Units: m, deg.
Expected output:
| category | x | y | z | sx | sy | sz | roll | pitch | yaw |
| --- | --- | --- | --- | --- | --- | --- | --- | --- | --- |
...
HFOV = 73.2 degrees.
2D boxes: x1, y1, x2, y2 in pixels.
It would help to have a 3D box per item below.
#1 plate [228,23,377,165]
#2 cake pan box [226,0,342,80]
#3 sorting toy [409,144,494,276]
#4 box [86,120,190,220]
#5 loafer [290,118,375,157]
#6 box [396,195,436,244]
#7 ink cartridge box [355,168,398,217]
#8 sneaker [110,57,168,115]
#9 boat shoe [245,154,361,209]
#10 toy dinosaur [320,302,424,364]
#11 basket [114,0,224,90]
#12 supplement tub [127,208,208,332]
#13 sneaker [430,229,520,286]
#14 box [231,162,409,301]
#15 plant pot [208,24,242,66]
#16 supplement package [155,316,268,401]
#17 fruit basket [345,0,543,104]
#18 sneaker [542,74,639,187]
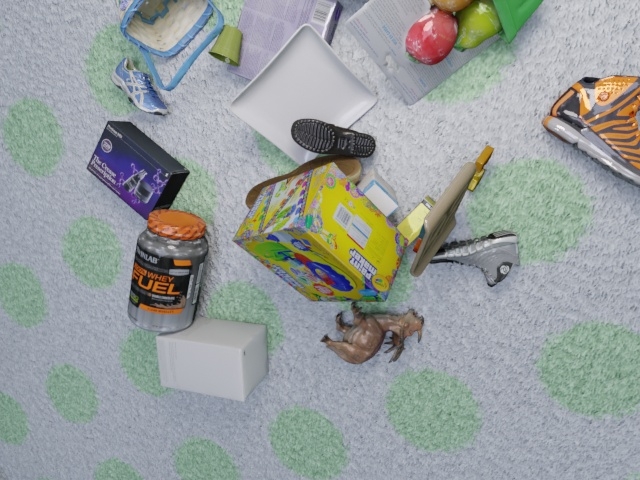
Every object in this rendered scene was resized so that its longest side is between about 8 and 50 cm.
| category | x | y | z | sx | sy | sz | roll | pitch | yaw |
| --- | --- | --- | --- | --- | --- | --- | --- | --- | --- |
| plate | -0.041 | -0.353 | 1.086 | 0.277 | 0.045 | 0.278 | -38 | 132 | 23 |
| cake pan box | -0.097 | -0.528 | 1.123 | 0.245 | 0.070 | 0.267 | 23 | 109 | 10 |
| sorting toy | 0.302 | -0.079 | 1.014 | 0.041 | 0.307 | 0.229 | 31 | 155 | 21 |
| box | -0.564 | -0.217 | 1.333 | 0.261 | 0.103 | 0.184 | 39 | 109 | 6 |
| loafer | 0.030 | -0.259 | 1.114 | 0.219 | 0.078 | 0.080 | 14 | 105 | -7 |
| box | 0.216 | -0.013 | 1.133 | 0.058 | 0.087 | 0.232 | 44 | 113 | 6 |
| ink cartridge box | 0.135 | -0.112 | 1.113 | 0.090 | 0.143 | 0.092 | 41 | 112 | -14 |
| sneaker | -0.532 | -0.452 | 1.276 | 0.211 | 0.080 | 0.081 | 43 | 115 | 3 |
| boat shoe | -0.037 | -0.135 | 1.183 | 0.340 | 0.122 | 0.110 | -14 | 135 | 23 |
| toy dinosaur | 0.132 | 0.283 | 1.215 | 0.200 | 0.127 | 0.295 | 44 | 117 | -3 |
| basket | -0.400 | -0.577 | 1.137 | 0.254 | 0.201 | 0.289 | -39 | 79 | 21 |
| supplement tub | -0.460 | 0.090 | 1.312 | 0.207 | 0.207 | 0.338 | 19 | 108 | 13 |
| sneaker | 0.391 | 0.064 | 1.094 | 0.228 | 0.086 | 0.132 | -14 | 100 | 20 |
| box | 0.000 | 0.000 | 1.039 | 0.290 | 0.177 | 0.279 | 41 | 150 | -28 |
| plant pot | -0.235 | -0.503 | 1.106 | 0.083 | 0.083 | 0.079 | 22 | 96 | 12 |
| supplement package | -0.332 | 0.361 | 1.350 | 0.292 | 0.177 | 0.176 | 3 | 103 | 18 |
| fruit basket | 0.267 | -0.485 | 0.909 | 0.353 | 0.327 | 0.166 | -30 | 59 | 26 |
| sneaker | 0.662 | -0.235 | 0.912 | 0.321 | 0.124 | 0.180 | 37 | 112 | 7 |
